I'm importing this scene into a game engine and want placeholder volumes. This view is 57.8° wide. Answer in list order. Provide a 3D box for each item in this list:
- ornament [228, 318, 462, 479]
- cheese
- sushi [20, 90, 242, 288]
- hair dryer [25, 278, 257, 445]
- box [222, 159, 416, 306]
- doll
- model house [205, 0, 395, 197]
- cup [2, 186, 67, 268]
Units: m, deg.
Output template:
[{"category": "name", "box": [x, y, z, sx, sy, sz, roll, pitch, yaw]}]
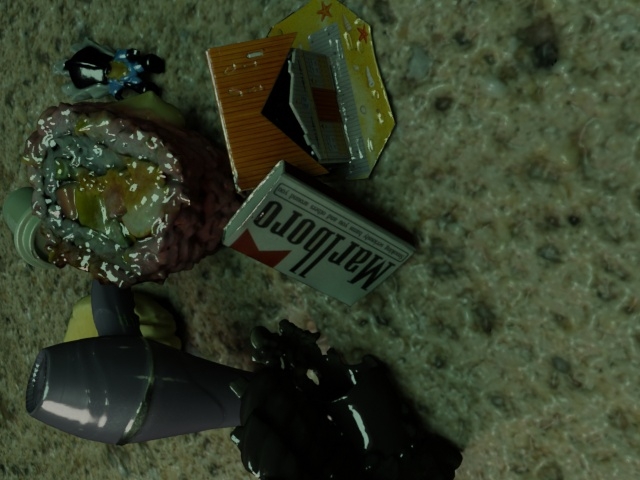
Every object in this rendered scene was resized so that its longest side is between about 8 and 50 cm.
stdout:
[{"category": "ornament", "box": [0.002, 0.195, 0.603, 0.260, 0.251, 0.106, 48, 120, 8]}, {"category": "cheese", "box": [-0.307, 0.180, 0.873, 0.226, 0.117, 0.214, 22, 103, 33]}, {"category": "sushi", "box": [-0.234, -0.074, 0.748, 0.270, 0.171, 0.237, 16, 107, 27]}, {"category": "hair dryer", "box": [-0.218, 0.104, 0.765, 0.121, 0.301, 0.361, -56, 40, 23]}, {"category": "box", "box": [0.000, 0.000, 0.620, 0.115, 0.177, 0.036, -45, 30, 32]}, {"category": "doll", "box": [-0.314, -0.242, 0.830, 0.195, 0.070, 0.096, 12, 89, 24]}, {"category": "model house", "box": [-0.050, -0.157, 0.632, 0.207, 0.136, 0.219, -11, 92, 35]}, {"category": "cup", "box": [-0.445, -0.026, 0.929, 0.141, 0.120, 0.120, 24, 111, 37]}]
